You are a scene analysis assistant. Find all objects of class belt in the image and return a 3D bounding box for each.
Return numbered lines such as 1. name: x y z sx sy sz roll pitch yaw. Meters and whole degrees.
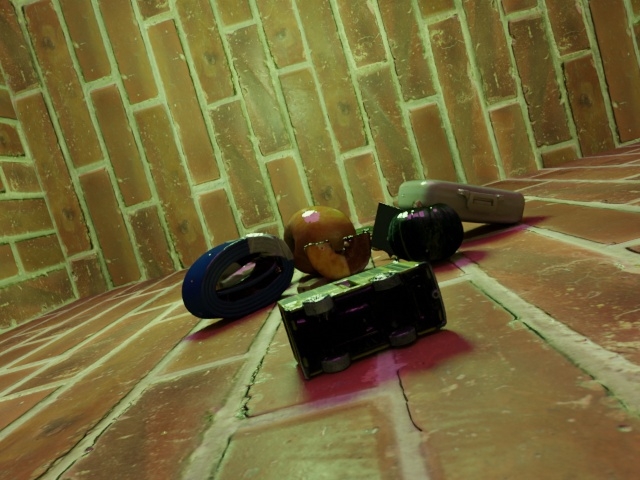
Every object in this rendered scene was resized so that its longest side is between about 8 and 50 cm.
1. belt: -0.236 0.104 1.594 0.117 0.212 0.347 -13 11 46

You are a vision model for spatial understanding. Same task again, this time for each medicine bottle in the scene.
1. medicine bottle: 0.457 -0.124 1.794 0.376 0.122 0.282 7 0 -15

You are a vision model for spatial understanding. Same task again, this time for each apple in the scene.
1. apple: 0.000 0.000 1.868 0.254 0.253 0.253 -16 6 2

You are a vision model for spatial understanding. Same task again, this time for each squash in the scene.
1. squash: 0.292 -0.022 1.525 0.219 0.172 0.218 0 17 0

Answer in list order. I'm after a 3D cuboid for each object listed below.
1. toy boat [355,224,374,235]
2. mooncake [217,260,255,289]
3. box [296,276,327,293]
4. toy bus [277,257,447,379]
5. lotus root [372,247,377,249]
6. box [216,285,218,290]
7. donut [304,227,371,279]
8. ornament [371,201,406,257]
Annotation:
1. toy boat: 0.144 -0.018 2.524 0.293 0.055 0.093 -18 3 -24
2. mooncake: -0.231 0.112 1.884 0.250 0.136 0.254 -18 11 -4
3. box: -0.026 0.135 1.644 0.053 0.024 0.083 -11 6 40
4. toy bus: 0.067 0.125 0.948 0.262 0.127 0.150 -18 6 -12
5. lotus root: 0.257 -0.023 2.083 0.160 0.095 0.135 -21 9 4
6. box: -0.391 0.155 2.228 0.175 0.076 0.274 -15 5 -6
7. donut: 0.053 0.051 1.702 0.217 0.141 0.085 -9 -6 -17
8. ornament: 0.296 -0.024 1.823 0.196 0.166 0.153 4 14 -39
